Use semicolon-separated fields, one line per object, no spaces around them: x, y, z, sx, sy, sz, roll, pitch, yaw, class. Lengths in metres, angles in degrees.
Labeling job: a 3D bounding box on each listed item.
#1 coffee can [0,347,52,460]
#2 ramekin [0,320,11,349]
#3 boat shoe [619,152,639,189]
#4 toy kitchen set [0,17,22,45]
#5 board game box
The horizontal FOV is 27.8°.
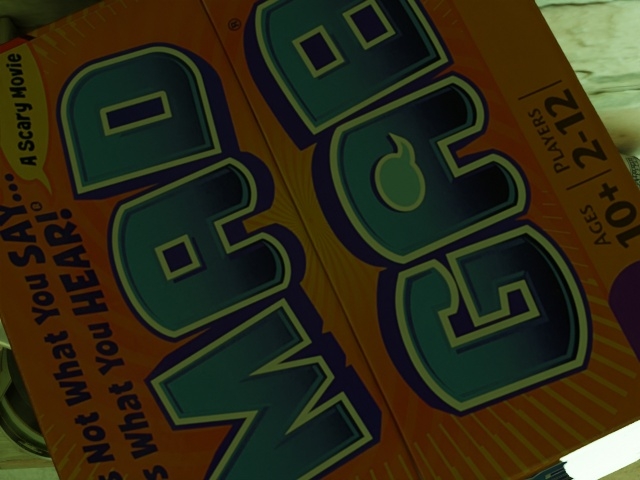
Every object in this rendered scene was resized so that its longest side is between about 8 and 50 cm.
-0.322;0.171;1.697;0.201;0.201;0.275;3;163;-19;coffee can
-0.261;0.030;1.245;0.277;0.135;0.277;16;164;5;ramekin
0.280;-0.013;1.377;0.084;0.095;0.258;9;161;-23;boat shoe
-0.173;-0.081;1.026;0.166;0.122;0.207;-5;163;5;toy kitchen set
0.005;0.038;0.885;0.356;0.356;0.356;-24;162;-2;board game box
